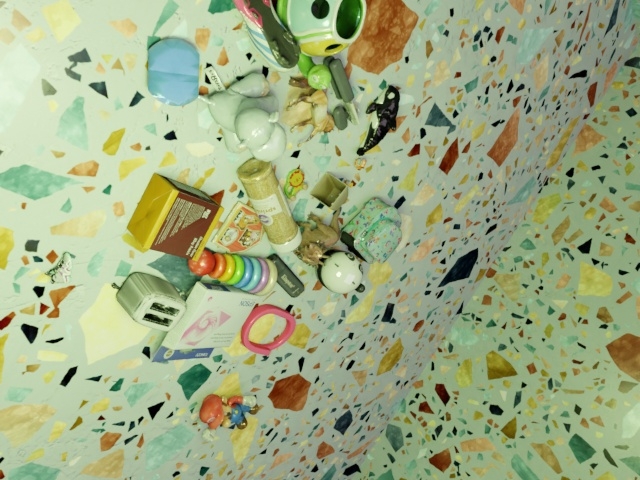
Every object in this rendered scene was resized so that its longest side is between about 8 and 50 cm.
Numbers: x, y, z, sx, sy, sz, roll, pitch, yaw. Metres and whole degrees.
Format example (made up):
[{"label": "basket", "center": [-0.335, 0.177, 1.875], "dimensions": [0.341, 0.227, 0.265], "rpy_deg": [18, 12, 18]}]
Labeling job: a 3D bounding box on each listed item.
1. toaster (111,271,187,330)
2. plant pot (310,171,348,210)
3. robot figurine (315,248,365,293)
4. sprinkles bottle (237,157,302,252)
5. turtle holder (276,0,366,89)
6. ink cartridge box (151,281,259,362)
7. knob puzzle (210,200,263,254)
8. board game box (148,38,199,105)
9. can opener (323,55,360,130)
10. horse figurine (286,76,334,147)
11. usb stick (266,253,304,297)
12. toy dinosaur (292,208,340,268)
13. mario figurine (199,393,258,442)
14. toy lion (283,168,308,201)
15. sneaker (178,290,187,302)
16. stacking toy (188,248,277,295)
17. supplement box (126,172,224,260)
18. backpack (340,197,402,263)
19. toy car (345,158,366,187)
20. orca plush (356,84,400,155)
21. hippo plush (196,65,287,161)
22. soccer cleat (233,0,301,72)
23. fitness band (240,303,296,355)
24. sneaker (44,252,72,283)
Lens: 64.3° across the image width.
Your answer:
[{"label": "toaster", "center": [-0.530, 0.193, 1.600], "dimensions": [0.129, 0.146, 0.227], "rpy_deg": [-55, 141, 0]}, {"label": "plant pot", "center": [0.045, -0.174, 1.944], "dimensions": [0.109, 0.109, 0.096], "rpy_deg": [-52, 153, -2]}, {"label": "robot figurine", "center": [0.074, 0.121, 2.062], "dimensions": [0.209, 0.278, 0.174], "rpy_deg": [1, 92, -10]}, {"label": "sprinkles bottle", "center": [-0.168, -0.115, 1.748], "dimensions": [0.121, 0.121, 0.355], "rpy_deg": [-39, 136, -18]}, {"label": "turtle holder", "center": [-0.006, -0.628, 1.459], "dimensions": [0.243, 0.227, 0.320], "rpy_deg": [24, 99, -51]}, {"label": "ink cartridge box", "center": [-0.400, 0.311, 1.828], "dimensions": [0.330, 0.071, 0.324], "rpy_deg": [-60, 154, 6]}, {"label": "knob puzzle", "center": [-0.267, -0.027, 1.794], "dimensions": [0.213, 0.030, 0.213], "rpy_deg": [-26, 133, -31]}, {"label": "board game box", "center": [-0.392, -0.445, 1.354], "dimensions": [0.133, 0.033, 0.169], "rpy_deg": [-4, 109, -29]}, {"label": "can opener", "center": [0.071, -0.497, 1.752], "dimensions": [0.093, 0.074, 0.280], "rpy_deg": [-40, 139, -15]}, {"label": "horse figurine", "center": [-0.028, -0.435, 1.707], "dimensions": [0.174, 0.066, 0.263], "rpy_deg": [-31, 138, -17]}, {"label": "usb stick", "center": [-0.143, 0.145, 2.030], "dimensions": [0.077, 0.045, 0.278], "rpy_deg": [-47, 141, -9]}, {"label": "toy dinosaur", "center": [0.000, 0.000, 1.944], "dimensions": [0.295, 0.200, 0.127], "rpy_deg": [-34, 137, -24]}, {"label": "mario figurine", "center": [-0.376, 0.744, 2.130], "dimensions": [0.320, 0.170, 0.198], "rpy_deg": [35, 57, -58]}, {"label": "toy lion", "center": [-0.094, -0.205, 1.839], "dimensions": [0.100, 0.034, 0.096], "rpy_deg": [-45, 133, -11]}, {"label": "sneaker", "center": [-0.487, 0.244, 1.749], "dimensions": [0.052, 0.058, 0.135], "rpy_deg": [-5, 121, -43]}, {"label": "stacking toy", "center": [-0.314, 0.105, 1.776], "dimensions": [0.330, 0.141, 0.141], "rpy_deg": [17, 105, -43]}, {"label": "supplement box", "center": [-0.431, -0.066, 1.523], "dimensions": [0.194, 0.129, 0.191], "rpy_deg": [20, 102, -49]}, {"label": "backpack", "center": [0.237, -0.042, 2.172], "dimensions": [0.254, 0.191, 0.225], "rpy_deg": [-54, 140, -8]}, {"label": "toy car", "center": [0.136, -0.268, 2.003], "dimensions": [0.040, 0.060, 0.122], "rpy_deg": [25, 92, -18]}, {"label": "orca plush", "center": [0.235, -0.440, 1.934], "dimensions": [0.287, 0.102, 0.151], "rpy_deg": [-54, 141, 1]}, {"label": "hippo plush", "center": [-0.188, -0.361, 1.465], "dimensions": [0.234, 0.236, 0.294], "rpy_deg": [-48, 141, -6]}, {"label": "soccer cleat", "center": [-0.180, -0.612, 1.402], "dimensions": [0.116, 0.143, 0.331], "rpy_deg": [-41, 116, -23]}, {"label": "fitness band", "center": [-0.217, 0.372, 2.116], "dimensions": [0.209, 0.054, 0.291], "rpy_deg": [-55, 142, 1]}, {"label": "sneaker", "center": [-0.727, 0.081, 1.408], "dimensions": [0.069, 0.038, 0.098], "rpy_deg": [-9, 123, -42]}]
